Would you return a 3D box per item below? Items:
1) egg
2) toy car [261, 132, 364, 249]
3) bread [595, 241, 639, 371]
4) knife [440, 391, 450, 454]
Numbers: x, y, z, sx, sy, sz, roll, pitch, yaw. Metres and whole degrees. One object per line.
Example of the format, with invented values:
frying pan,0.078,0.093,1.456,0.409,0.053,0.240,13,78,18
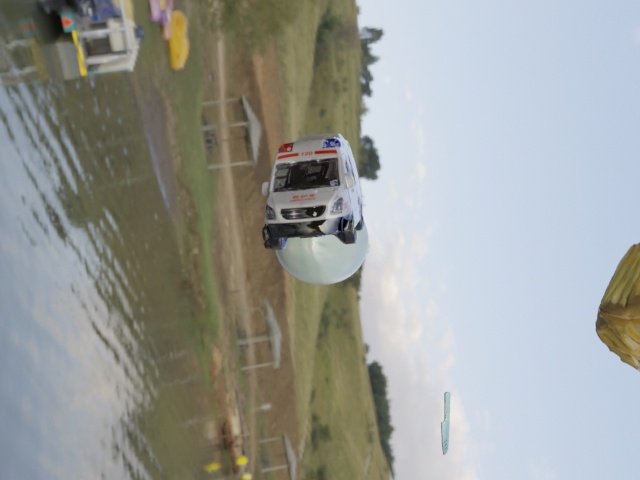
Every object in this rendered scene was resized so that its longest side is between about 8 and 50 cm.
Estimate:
egg,0.000,0.000,1.211,0.209,0.151,0.151,-2,82,-71
toy car,-0.005,-0.054,0.737,0.209,0.090,0.108,-47,134,-79
bread,0.406,0.067,0.722,0.179,0.133,0.250,44,-24,-10
knife,0.181,0.265,1.055,0.005,0.014,0.091,166,-73,-72
